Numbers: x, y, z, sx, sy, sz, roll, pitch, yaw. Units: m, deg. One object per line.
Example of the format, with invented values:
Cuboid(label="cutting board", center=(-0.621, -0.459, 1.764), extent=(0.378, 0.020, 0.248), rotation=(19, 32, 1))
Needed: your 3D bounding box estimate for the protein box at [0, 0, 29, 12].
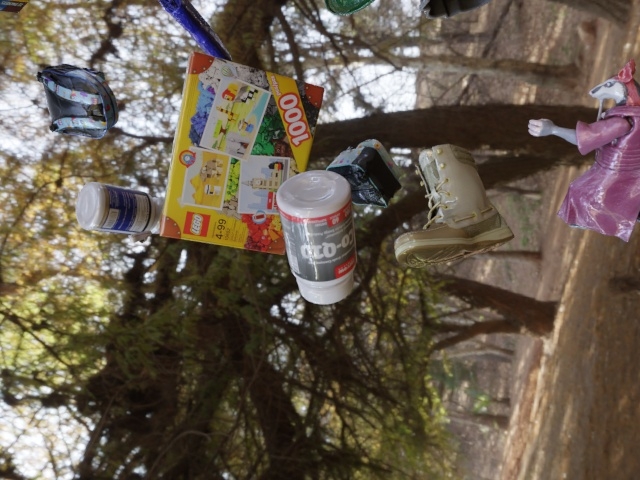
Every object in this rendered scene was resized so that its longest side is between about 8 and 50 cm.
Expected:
Cuboid(label="protein box", center=(-0.685, -0.623, 1.040), extent=(0.201, 0.199, 0.136), rotation=(61, -155, -8))

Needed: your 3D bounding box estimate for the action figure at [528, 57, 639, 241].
Cuboid(label="action figure", center=(0.598, -0.166, 0.999), extent=(0.248, 0.276, 0.370), rotation=(-25, -52, -13))

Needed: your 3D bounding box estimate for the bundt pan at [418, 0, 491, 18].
Cuboid(label="bundt pan", center=(0.284, -0.495, 0.778), extent=(0.124, 0.330, 0.331), rotation=(66, -155, 0))

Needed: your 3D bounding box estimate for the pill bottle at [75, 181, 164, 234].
Cuboid(label="pill bottle", center=(-0.642, -0.096, 1.653), extent=(0.264, 0.153, 0.153), rotation=(9, -90, -53))

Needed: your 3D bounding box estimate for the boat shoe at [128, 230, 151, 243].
Cuboid(label="boat shoe", center=(-0.551, -0.008, 1.549), extent=(0.100, 0.035, 0.035), rotation=(-33, -75, -76))

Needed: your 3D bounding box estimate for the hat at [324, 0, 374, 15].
Cuboid(label="hat", center=(0.023, -0.430, 0.630), extent=(0.183, 0.173, 0.209), rotation=(31, -95, -40))

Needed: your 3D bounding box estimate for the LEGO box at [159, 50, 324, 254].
Cuboid(label="LEGO box", center=(-0.239, -0.246, 1.471), extent=(0.193, 0.372, 0.501), rotation=(-132, 54, -67))

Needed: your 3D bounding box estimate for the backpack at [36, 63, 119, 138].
Cuboid(label="backpack", center=(-0.538, -0.319, 1.159), extent=(0.117, 0.173, 0.158), rotation=(-48, -34, -53))

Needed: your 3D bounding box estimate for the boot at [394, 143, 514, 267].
Cuboid(label="boot", center=(0.169, -0.054, 0.721), extent=(0.213, 0.077, 0.165), rotation=(-9, -108, -33))

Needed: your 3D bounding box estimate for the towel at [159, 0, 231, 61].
Cuboid(label="towel", center=(-0.429, -0.717, 1.663), extent=(0.228, 0.076, 0.308), rotation=(59, -170, 27))

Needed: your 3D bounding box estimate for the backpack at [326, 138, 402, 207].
Cuboid(label="backpack", center=(0.115, -0.179, 1.365), extent=(0.166, 0.188, 0.144), rotation=(46, -116, -25))

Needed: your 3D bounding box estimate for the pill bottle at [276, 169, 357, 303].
Cuboid(label="pill bottle", center=(0.000, 0.000, 1.139), extent=(0.161, 0.161, 0.283), rotation=(-59, -30, -44))
